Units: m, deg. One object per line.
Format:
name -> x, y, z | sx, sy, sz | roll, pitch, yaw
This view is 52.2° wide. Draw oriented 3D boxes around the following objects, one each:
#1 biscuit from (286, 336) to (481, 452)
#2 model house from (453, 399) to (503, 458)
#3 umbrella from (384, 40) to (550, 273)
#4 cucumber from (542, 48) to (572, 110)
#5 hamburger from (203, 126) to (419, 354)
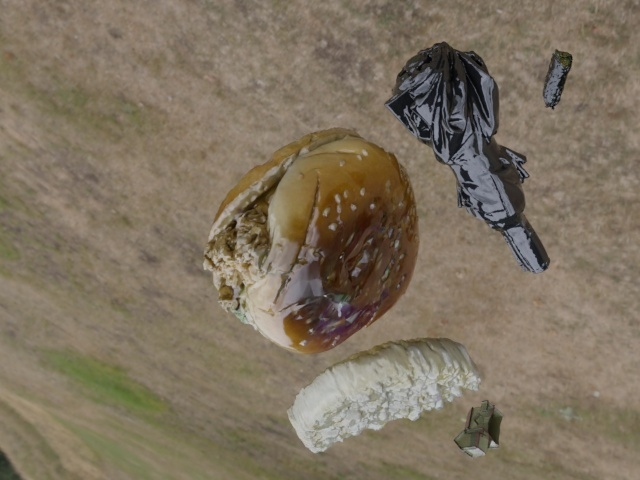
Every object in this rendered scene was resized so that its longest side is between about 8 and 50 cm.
biscuit -> 0.086, 0.201, 0.922 | 0.281, 0.084, 0.179 | -20, 144, 0
model house -> 0.226, 0.282, 0.958 | 0.057, 0.083, 0.058 | 42, 140, -25
umbrella -> 0.199, -0.083, 0.790 | 0.118, 0.118, 0.340 | -8, 129, 43
cucumber -> 0.553, -0.377, 1.539 | 0.053, 0.053, 0.181 | 18, 155, 16
hamburger -> 0.000, 0.000, 0.701 | 0.146, 0.243, 0.286 | 32, -170, 39
